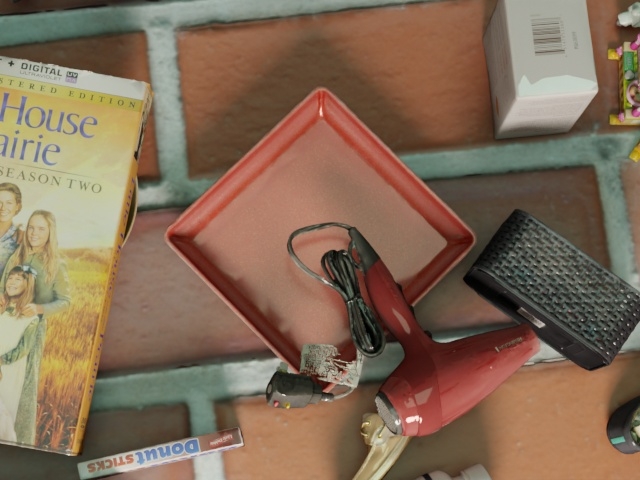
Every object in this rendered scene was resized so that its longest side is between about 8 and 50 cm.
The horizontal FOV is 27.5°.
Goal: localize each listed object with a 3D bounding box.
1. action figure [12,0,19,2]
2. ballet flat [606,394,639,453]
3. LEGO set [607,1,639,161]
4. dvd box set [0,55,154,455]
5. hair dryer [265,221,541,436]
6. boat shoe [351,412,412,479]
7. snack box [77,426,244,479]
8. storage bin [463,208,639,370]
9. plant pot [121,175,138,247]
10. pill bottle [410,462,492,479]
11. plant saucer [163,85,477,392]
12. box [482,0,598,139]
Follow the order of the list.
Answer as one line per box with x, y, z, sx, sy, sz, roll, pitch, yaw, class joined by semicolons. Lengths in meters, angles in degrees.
-0.234;-0.377;1.490;0.330;0.178;0.341;-34;58;-2;action figure
0.412;0.174;1.459;0.203;0.074;0.074;-32;82;-7;ballet flat
0.413;-0.149;1.497;0.132;0.107;0.287;-21;81;-5;LEGO set
-0.373;0.004;1.436;0.308;0.062;0.420;11;81;-1;dvd box set
0.095;0.099;1.409;0.294;0.080;0.223;13;75;-4;hair dryer
0.073;0.209;1.450;0.059;0.063;0.170;34;71;7;boat shoe
-0.173;0.235;1.433;0.178;0.064;0.022;-12;79;-4;snack box
0.259;0.057;1.448;0.180;0.122;0.084;35;81;4;storage bin
-0.326;-0.050;1.495;0.236;0.032;0.236;0;80;-2;plant pot
0.111;0.307;1.414;0.169;0.094;0.094;-23;81;-5;pill bottle
0.000;0.000;1.489;0.258;0.048;0.259;-44;85;-8;plant saucer
0.244;-0.200;1.469;0.091;0.170;0.130;-5;80;-1;box
